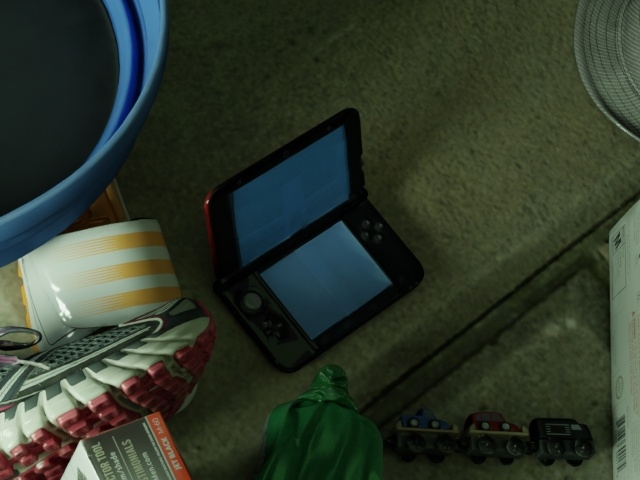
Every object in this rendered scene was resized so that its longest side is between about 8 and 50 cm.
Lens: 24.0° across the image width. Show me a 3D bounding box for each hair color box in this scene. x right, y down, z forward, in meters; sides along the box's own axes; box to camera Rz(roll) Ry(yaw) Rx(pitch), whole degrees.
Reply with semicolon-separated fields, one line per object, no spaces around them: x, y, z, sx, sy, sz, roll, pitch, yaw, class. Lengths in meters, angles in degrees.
-0.114;0.175;0.880;0.053;0.167;0.093;-20;72;-26;hair color box

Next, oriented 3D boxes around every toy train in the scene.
0.119;0.137;1.059;0.158;0.027;0.036;4;60;-17;toy train

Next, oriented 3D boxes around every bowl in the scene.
-0.298;-0.133;0.993;0.391;0.077;0.391;4;57;-6;bowl

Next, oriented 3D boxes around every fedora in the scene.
0.360;-0.170;1.239;0.276;0.124;0.243;24;59;-6;fedora

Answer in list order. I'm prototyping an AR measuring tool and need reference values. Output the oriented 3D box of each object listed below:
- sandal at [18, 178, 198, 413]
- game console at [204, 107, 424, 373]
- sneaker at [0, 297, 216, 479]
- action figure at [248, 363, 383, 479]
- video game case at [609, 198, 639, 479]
-0.159;-0.004;1.009;0.102;0.076;0.265;-16;71;-25;sandal
0.000;0.000;1.055;0.144;0.085;0.124;-33;78;-29;game console
-0.202;0.098;0.904;0.299;0.121;0.112;-22;67;-17;sneaker
-0.013;0.187;0.969;0.137;0.063;0.232;18;64;-7;action figure
0.264;0.051;1.044;0.042;0.210;0.232;12;60;-13;video game case
